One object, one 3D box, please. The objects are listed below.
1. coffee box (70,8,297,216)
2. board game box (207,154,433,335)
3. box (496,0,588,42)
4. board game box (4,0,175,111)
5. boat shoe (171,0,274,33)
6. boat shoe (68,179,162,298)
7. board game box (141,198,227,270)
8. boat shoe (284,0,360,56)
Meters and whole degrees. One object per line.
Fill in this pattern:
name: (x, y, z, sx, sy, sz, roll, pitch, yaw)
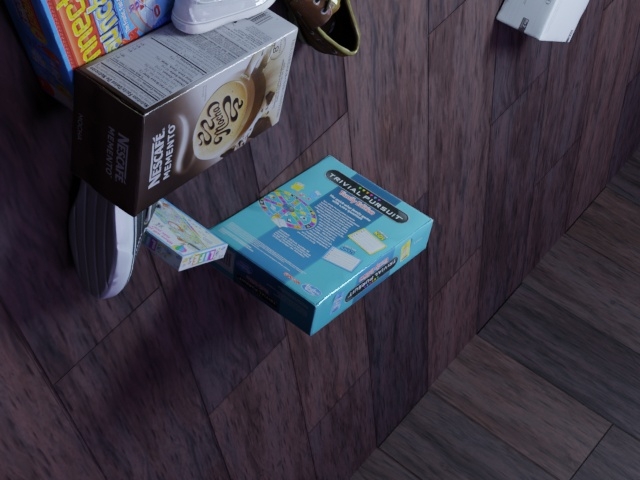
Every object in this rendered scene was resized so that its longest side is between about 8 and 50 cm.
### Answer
coffee box: (-0.175, -0.183, 1.431, 0.297, 0.119, 0.168, -39, 155, -40)
board game box: (0.000, 0.000, 1.993, 0.336, 0.254, 0.079, -34, 147, -39)
box: (0.501, -0.539, 2.410, 0.182, 0.119, 0.181, -13, 130, -56)
board game box: (-0.235, -0.341, 1.328, 0.302, 0.086, 0.308, -48, 162, -19)
boat shoe: (-0.117, -0.326, 1.422, 0.184, 0.066, 0.063, -28, 152, -35)
boat shoe: (-0.276, -0.066, 1.581, 0.119, 0.121, 0.335, -22, 136, -44)
board game box: (-0.232, -0.013, 1.684, 0.103, 0.154, 0.026, -17, 135, -53)
boat shoe: (-0.007, -0.389, 1.702, 0.110, 0.104, 0.307, -54, 155, -5)
